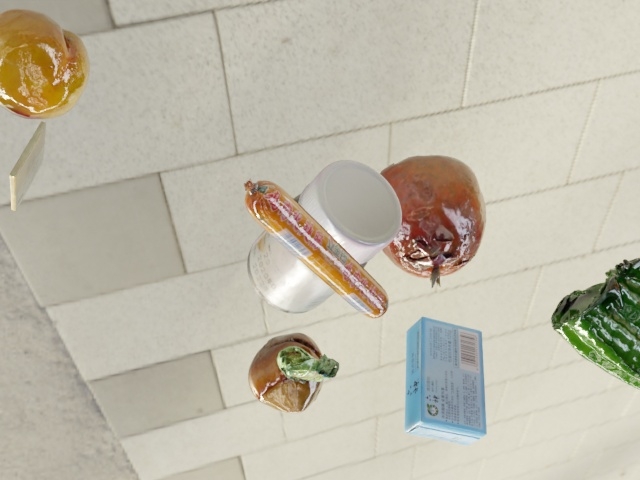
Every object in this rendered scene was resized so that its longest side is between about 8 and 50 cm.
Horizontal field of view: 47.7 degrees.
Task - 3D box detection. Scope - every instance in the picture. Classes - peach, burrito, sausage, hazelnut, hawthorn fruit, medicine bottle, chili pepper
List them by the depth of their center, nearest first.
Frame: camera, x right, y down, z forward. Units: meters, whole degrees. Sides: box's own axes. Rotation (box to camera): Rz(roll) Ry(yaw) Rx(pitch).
[{"bbox_3d":[-0.355,-0.217,0.900,0.138,0.138,0.138,-12,140,-10],"label":"peach"},{"bbox_3d":[0.491,0.125,0.944,0.384,0.213,0.167,22,153,-6],"label":"chili pepper"},{"bbox_3d":[0.005,0.021,0.962,0.053,0.053,0.348,-32,136,14],"label":"sausage"},{"bbox_3d":[0.000,0.000,1.183,0.165,0.165,0.273,6,150,-28],"label":"medicine bottle"},{"bbox_3d":[-0.014,0.237,1.344,0.104,0.054,0.288,-1,164,10],"label":"burrito"},{"bbox_3d":[0.242,-0.026,1.598,0.275,0.308,0.276,-5,142,-4],"label":"hawthorn fruit"},{"bbox_3d":[-0.070,0.301,1.636,0.182,0.182,0.182,-12,140,-10],"label":"hazelnut"}]

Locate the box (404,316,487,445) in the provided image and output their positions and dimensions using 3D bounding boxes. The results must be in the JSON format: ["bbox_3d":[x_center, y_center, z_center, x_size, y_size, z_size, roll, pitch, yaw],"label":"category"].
[{"bbox_3d":[0.252,0.284,1.472,0.142,0.232,0.083,15,147,-14],"label":"box"}]

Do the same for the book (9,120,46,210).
[{"bbox_3d":[-0.531,-0.132,1.311,0.012,0.118,0.172,25,155,-13],"label":"book"}]
